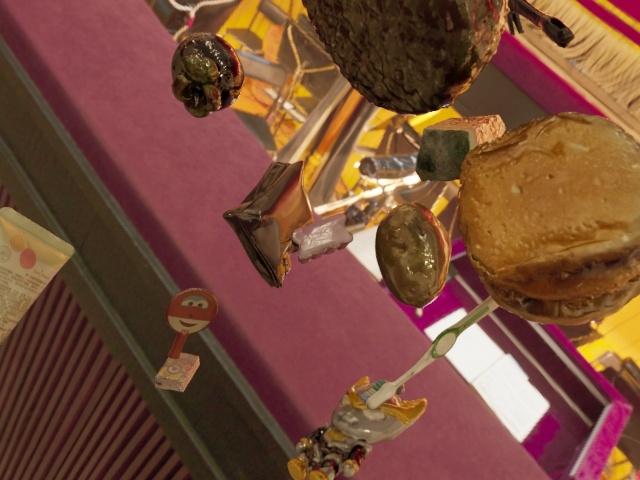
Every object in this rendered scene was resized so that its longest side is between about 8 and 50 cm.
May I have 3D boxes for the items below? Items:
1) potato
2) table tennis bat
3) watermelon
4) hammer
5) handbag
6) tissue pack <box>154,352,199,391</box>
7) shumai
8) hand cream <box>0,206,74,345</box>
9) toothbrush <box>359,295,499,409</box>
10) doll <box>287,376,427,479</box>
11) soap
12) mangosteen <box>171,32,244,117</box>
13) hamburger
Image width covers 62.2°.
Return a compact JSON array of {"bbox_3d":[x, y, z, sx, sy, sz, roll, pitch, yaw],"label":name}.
[{"bbox_3d":[0.185,0.029,1.068,0.178,0.160,0.235,50,25,-31],"label":"potato"},{"bbox_3d":[-0.252,0.156,1.002,0.098,0.155,0.019,15,17,-33],"label":"table tennis bat"},{"bbox_3d":[0.355,-0.249,1.305,0.256,0.192,0.140,-33,116,-34],"label":"watermelon"},{"bbox_3d":[0.496,-0.508,1.219,0.037,0.137,0.290,-13,42,0],"label":"hammer"},{"bbox_3d":[-0.120,-0.046,1.544,0.342,0.152,0.288,-54,137,-44],"label":"handbag"},{"bbox_3d":[-0.289,0.264,1.073,0.063,0.035,0.083,7,28,8],"label":"tissue pack"},{"bbox_3d":[0.168,-0.415,0.785,0.348,0.395,0.395,-34,72,-19],"label":"shumai"},{"bbox_3d":[-0.497,0.109,0.771,0.093,0.306,0.147,23,-17,30],"label":"hand cream"},{"bbox_3d":[0.181,0.141,0.749,0.304,0.030,0.030,-33,69,-16],"label":"toothbrush"},{"bbox_3d":[0.066,0.348,1.001,0.316,0.145,0.103,-30,97,-45],"label":"doll"},{"bbox_3d":[0.000,0.000,1.135,0.203,0.122,0.066,120,-51,-85],"label":"soap"},{"bbox_3d":[-0.327,-0.468,1.507,0.242,0.243,0.243,24,36,-19],"label":"mangosteen"},{"bbox_3d":[0.291,-0.022,0.663,0.163,0.244,0.244,37,22,-54],"label":"hamburger"}]
